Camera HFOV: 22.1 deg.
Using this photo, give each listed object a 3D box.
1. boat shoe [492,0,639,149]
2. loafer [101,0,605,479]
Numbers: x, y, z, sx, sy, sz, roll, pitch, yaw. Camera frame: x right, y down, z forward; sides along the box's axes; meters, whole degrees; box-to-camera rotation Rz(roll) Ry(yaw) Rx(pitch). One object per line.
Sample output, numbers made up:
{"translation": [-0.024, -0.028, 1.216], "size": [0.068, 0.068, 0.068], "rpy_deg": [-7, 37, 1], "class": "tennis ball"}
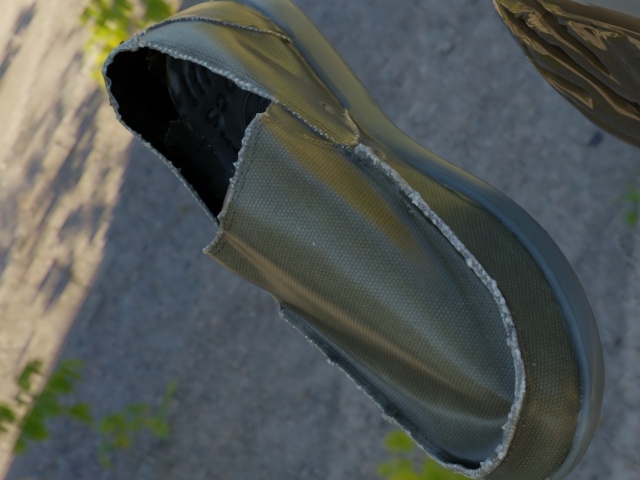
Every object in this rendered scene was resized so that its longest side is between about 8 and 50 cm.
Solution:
{"translation": [0.187, -0.063, 0.475], "size": [0.110, 0.122, 0.341], "rpy_deg": [-48, 37, -9], "class": "boat shoe"}
{"translation": [0.000, 0.000, 0.597], "size": [0.251, 0.087, 0.094], "rpy_deg": [46, 130, 34], "class": "loafer"}
